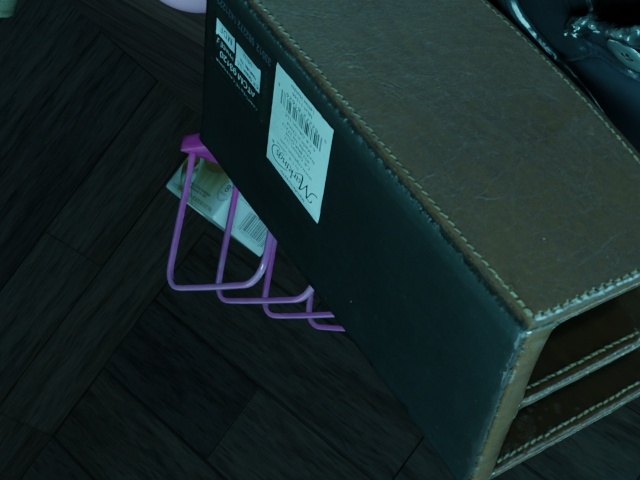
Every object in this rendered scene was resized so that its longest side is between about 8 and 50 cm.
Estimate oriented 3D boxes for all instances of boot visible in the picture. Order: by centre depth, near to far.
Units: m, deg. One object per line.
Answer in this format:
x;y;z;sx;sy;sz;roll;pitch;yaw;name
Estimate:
0.204;-0.084;0.629;0.246;0.094;0.207;43;180;-6;boot

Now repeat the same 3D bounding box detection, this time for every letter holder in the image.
0.095;-0.049;0.719;0.302;0.214;0.152;52;152;31;letter holder

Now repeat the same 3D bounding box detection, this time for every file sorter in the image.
0.000;0.000;1.383;0.290;0.182;0.202;18;167;-37;file sorter

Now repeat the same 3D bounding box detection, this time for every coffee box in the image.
-0.062;-0.121;1.542;0.098;0.246;0.141;40;174;-38;coffee box

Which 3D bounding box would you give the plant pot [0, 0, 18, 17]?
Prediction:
-0.279;-0.297;0.633;0.323;0.280;0.323;18;-171;-3;plant pot

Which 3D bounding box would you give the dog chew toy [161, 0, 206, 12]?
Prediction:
-0.169;-0.284;0.905;0.331;0.207;0.206;29;180;-26;dog chew toy
